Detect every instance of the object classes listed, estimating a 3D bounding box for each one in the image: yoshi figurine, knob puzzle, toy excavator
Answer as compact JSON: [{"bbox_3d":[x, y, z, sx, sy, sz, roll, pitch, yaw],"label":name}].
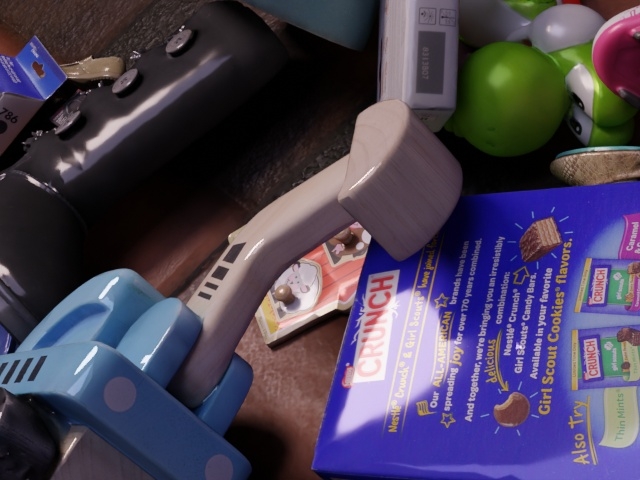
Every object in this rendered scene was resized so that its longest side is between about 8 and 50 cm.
[{"bbox_3d":[0.173,-0.211,1.019,0.203,0.204,0.362,-44,46,17],"label":"yoshi figurine"},{"bbox_3d":[0.000,0.000,1.056,0.213,0.030,0.213,-17,49,20],"label":"knob puzzle"},{"bbox_3d":[-0.122,0.090,0.860,0.433,0.222,0.445,-15,39,50],"label":"toy excavator"}]

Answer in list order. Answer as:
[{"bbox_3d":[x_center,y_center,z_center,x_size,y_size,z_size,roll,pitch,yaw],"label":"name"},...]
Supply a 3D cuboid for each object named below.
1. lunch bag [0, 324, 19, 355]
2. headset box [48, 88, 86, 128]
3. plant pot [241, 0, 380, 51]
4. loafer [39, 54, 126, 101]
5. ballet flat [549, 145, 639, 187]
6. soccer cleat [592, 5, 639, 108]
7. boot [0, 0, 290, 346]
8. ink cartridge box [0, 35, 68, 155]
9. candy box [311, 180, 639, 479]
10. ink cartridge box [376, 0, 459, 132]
[{"bbox_3d":[-0.370,0.122,1.160,0.067,0.065,0.098,-21,47,17],"label":"lunch bag"},{"bbox_3d":[-0.335,-0.171,1.393,0.062,0.032,0.083,-47,47,-9],"label":"headset box"},{"bbox_3d":[-0.040,-0.368,1.146,0.290,0.290,0.195,39,109,44],"label":"plant pot"},{"bbox_3d":[-0.335,-0.233,1.429,0.148,0.056,0.050,4,55,24],"label":"loafer"},{"bbox_3d":[0.304,-0.052,0.888,0.206,0.073,0.067,-5,75,33],"label":"ballet flat"},{"bbox_3d":[0.406,-0.169,0.865,0.331,0.116,0.143,6,44,12],"label":"soccer cleat"},{"bbox_3d":[-0.208,-0.090,1.135,0.445,0.146,0.367,-37,38,-12],"label":"boot"},{"bbox_3d":[-0.510,-0.155,1.425,0.332,0.065,0.165,-49,44,3],"label":"ink cartridge box"},{"bbox_3d":[0.180,0.092,0.809,0.317,0.122,0.268,-2,56,29],"label":"candy box"},{"bbox_3d":[0.095,-0.197,1.009,0.066,0.232,0.189,2,84,1],"label":"ink cartridge box"}]
